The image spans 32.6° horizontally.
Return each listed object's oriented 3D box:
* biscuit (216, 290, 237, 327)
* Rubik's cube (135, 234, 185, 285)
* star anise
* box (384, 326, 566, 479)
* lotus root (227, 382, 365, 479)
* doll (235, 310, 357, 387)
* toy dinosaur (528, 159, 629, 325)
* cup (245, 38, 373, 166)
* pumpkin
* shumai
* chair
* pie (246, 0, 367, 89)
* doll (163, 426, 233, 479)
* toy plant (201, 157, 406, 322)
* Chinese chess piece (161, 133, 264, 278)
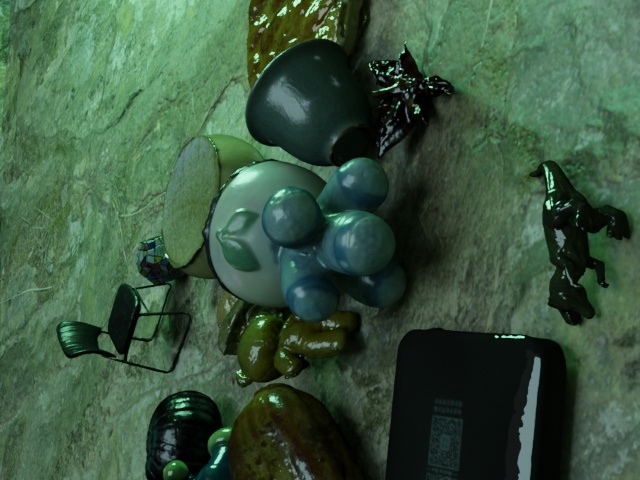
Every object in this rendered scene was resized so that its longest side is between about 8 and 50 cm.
[{"bbox_3d":[-0.130,0.077,1.929,0.056,0.052,0.188,36,114,43],"label":"biscuit"},{"bbox_3d":[-0.321,0.037,2.215,0.111,0.093,0.111,-24,61,53],"label":"Rubik's cube"},{"bbox_3d":[0.117,-0.197,1.587,0.212,0.054,0.157,51,124,49],"label":"star anise"},{"bbox_3d":[0.181,0.252,1.340,0.290,0.073,0.288,-6,77,59],"label":"box"},{"bbox_3d":[-0.035,0.339,1.598,0.193,0.193,0.291,-62,37,29],"label":"lotus root"},{"bbox_3d":[-0.034,0.164,1.681,0.210,0.097,0.137,-11,48,31],"label":"doll"},{"bbox_3d":[0.261,-0.002,1.261,0.179,0.087,0.187,10,89,58],"label":"toy dinosaur"},{"bbox_3d":[0.005,-0.186,1.676,0.150,0.199,0.199,48,124,32],"label":"cup"},{"bbox_3d":[-0.239,0.366,1.948,0.202,0.140,0.202,-172,90,-75],"label":"pumpkin"},{"bbox_3d":[-0.098,0.150,1.816,0.116,0.145,0.145,32,116,13],"label":"shumai"},{"bbox_3d":[-0.396,0.165,2.180,0.140,0.221,0.145,47,123,54],"label":"chair"},{"bbox_3d":[-0.030,-0.369,1.860,0.339,0.083,0.339,-19,66,53],"label":"pie"},{"bbox_3d":[-0.190,0.460,1.741,0.322,0.199,0.186,-61,2,23],"label":"doll"},{"bbox_3d":[0.000,0.000,1.560,0.332,0.247,0.247,10,90,59],"label":"toy plant"},{"bbox_3d":[-0.198,-0.063,2.020,0.270,0.112,0.270,-25,60,54],"label":"Chinese chess piece"}]
